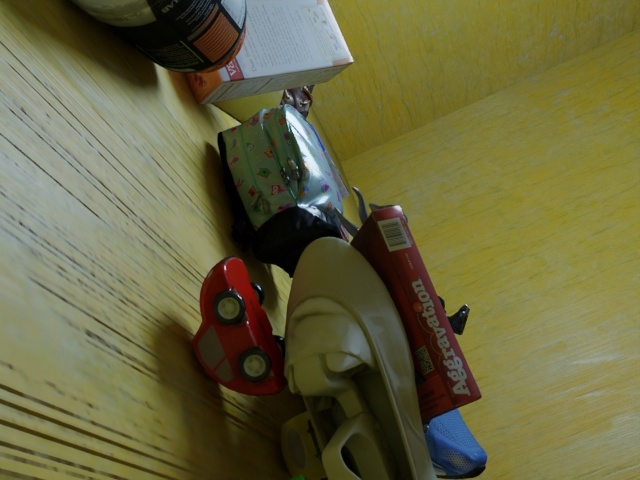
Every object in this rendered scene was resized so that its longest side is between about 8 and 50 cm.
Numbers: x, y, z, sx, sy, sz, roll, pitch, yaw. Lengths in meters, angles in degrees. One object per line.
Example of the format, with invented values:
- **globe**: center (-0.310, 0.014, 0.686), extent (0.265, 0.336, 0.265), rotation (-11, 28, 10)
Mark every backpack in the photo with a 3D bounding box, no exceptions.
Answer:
- **backpack**: center (-0.044, -0.062, 0.659), extent (0.152, 0.115, 0.181), rotation (48, 21, -67)

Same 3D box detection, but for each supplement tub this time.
- **supplement tub**: center (-0.134, -0.218, 0.499), extent (0.190, 0.117, 0.116), rotation (6, 61, -82)

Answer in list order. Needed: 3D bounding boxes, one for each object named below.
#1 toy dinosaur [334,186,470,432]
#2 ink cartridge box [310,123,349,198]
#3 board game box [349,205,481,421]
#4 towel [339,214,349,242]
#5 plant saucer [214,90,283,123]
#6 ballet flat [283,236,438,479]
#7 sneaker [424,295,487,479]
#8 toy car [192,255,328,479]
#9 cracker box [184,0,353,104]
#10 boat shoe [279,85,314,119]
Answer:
- **toy dinosaur**: center (0.069, 0.113, 0.643), extent (0.121, 0.160, 0.313), rotation (-14, 122, -70)
- **ink cartridge box**: center (0.009, -0.188, 1.423), extent (0.097, 0.046, 0.207), rotation (66, 7, 32)
- **board game box**: center (0.033, 0.101, 0.503), extent (0.281, 0.027, 0.145), rotation (120, -45, -59)
- **towel**: center (0.007, -0.120, 1.508), extent (0.237, 0.037, 0.329), rotation (63, 6, -8)
- **plant saucer**: center (-0.157, -0.351, 0.892), extent (0.333, 0.081, 0.332), rotation (-9, 76, -82)
- **ballet flat**: center (0.022, 0.108, 0.369), extent (0.086, 0.086, 0.248), rotation (45, 24, -70)
- **sneaker**: center (0.105, 0.140, 0.727), extent (0.130, 0.147, 0.330), rotation (17, 33, -53)
- **toy car**: center (-0.025, 0.154, 0.376), extent (0.225, 0.053, 0.239), rotation (-101, 165, -56)
- **cracker box**: center (-0.081, -0.273, 0.737), extent (0.232, 0.067, 0.155), rotation (-23, 90, -42)
- **boat shoe**: center (-0.066, -0.285, 1.110), extent (0.123, 0.123, 0.341), rotation (-102, 167, -89)
